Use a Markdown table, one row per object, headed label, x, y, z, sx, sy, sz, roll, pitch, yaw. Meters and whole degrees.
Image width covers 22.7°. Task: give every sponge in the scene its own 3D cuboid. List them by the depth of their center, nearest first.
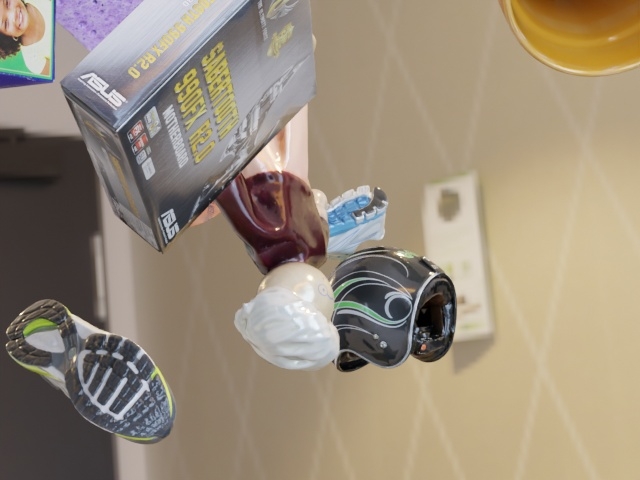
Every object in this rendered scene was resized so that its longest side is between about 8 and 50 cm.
| label | x | y | z | sx | sy | sz | roll | pitch | yaw |
| --- | --- | --- | --- | --- | --- | --- | --- | --- | --- |
| sponge | -0.253 | -0.288 | 1.564 | 0.117 | 0.210 | 0.031 | -42 | 20 | 17 |

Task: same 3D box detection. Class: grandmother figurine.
| label | x | y | z | sx | sy | sz | roll | pitch | yaw |
| --- | --- | --- | --- | --- | --- | --- | --- | --- | --- |
| grandmother figurine | -0.040 | -0.046 | 1.438 | 0.104 | 0.342 | 0.208 | -24 | -27 | 33 |

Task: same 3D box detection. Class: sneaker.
| label | x | y | z | sx | sy | sz | roll | pitch | yaw |
| --- | --- | --- | --- | --- | --- | --- | --- | --- | --- |
| sneaker | -0.265 | 0.171 | 1.980 | 0.300 | 0.111 | 0.121 | 32 | -10 | 44 |
| sneaker | 0.000 | 0.000 | 2.028 | 0.191 | 0.071 | 0.083 | -16 | -49 | -9 |

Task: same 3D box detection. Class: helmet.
| label | x | y | z | sx | sy | sz | roll | pitch | yaw |
| --- | --- | --- | --- | --- | --- | --- | --- | --- | --- |
| helmet | 0.075 | 0.091 | 2.015 | 0.162 | 0.169 | 0.169 | 11 | -1 | 32 |

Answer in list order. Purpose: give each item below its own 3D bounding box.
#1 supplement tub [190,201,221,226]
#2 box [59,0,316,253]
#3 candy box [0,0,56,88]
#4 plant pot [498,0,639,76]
| label | x | y | z | sx | sy | sz | roll | pitch | yaw |
| --- | --- | --- | --- | --- | --- | --- | --- | --- | --- |
| supplement tub | -0.172 | -0.165 | 1.854 | 0.194 | 0.316 | 0.193 | -2 | -54 | -3 |
| box | -0.085 | -0.107 | 1.139 | 0.183 | 0.056 | 0.231 | -46 | -15 | -15 |
| candy box | -0.441 | -0.200 | 1.430 | 0.268 | 0.122 | 0.317 | -2 | -1 | 33 |
| plant pot | 0.258 | -0.294 | 1.570 | 0.205 | 0.205 | 0.188 | -4 | 33 | -7 |
